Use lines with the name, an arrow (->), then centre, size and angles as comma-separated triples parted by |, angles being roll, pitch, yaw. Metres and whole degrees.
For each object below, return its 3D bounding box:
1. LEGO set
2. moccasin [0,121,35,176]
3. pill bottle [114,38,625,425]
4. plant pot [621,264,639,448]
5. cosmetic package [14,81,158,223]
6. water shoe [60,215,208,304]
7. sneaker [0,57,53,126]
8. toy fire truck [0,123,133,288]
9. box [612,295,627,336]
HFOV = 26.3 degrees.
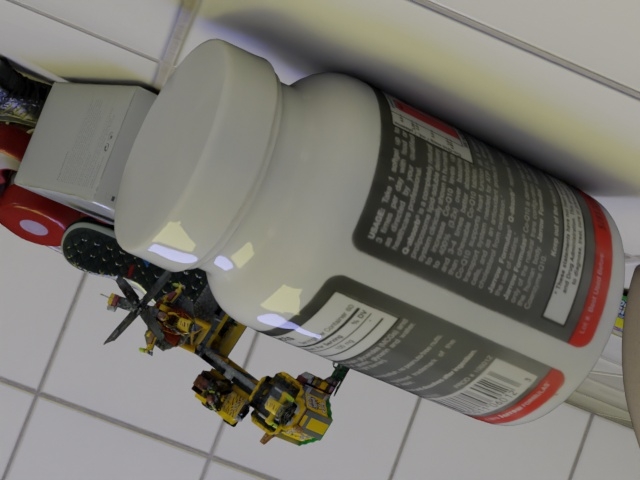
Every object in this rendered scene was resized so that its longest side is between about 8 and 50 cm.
LEGO set -> -0.052, 0.028, 1.356 | 0.255, 0.331, 0.192 | 41, -175, 35
moccasin -> -0.432, -0.106, 2.103 | 0.380, 0.139, 0.147 | 23, 173, -23
pill bottle -> 0.040, -0.006, 1.072 | 0.363, 0.210, 0.210 | 24, 173, -24
plant pot -> 0.418, 0.161, 1.361 | 0.284, 0.191, 0.284 | 21, 175, 2
cosmetic package -> -0.188, -0.076, 1.553 | 0.224, 0.138, 0.224 | 25, 171, -34
water shoe -> -0.195, 0.023, 1.566 | 0.203, 0.073, 0.080 | 26, -165, -11
sneaker -> -0.369, -0.179, 1.618 | 0.170, 0.051, 0.089 | 3, 151, 0
toy fire truck -> -0.318, -0.039, 1.788 | 0.302, 0.169, 0.254 | 27, 150, -20
box -> 0.365, 0.094, 1.591 | 0.179, 0.043, 0.105 | 24, 178, 43
